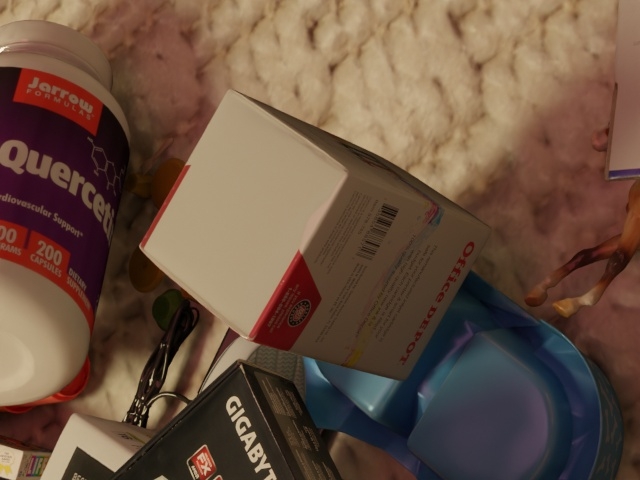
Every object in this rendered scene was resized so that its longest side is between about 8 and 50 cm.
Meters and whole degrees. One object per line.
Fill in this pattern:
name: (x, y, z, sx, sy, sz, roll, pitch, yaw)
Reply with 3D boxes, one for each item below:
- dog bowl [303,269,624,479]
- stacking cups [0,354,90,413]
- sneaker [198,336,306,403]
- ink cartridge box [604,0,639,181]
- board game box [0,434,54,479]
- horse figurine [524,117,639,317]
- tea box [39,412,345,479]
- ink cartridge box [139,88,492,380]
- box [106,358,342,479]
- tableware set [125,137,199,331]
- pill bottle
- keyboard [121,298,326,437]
dog bowl: (0.091, 0.100, 1.248, 0.297, 0.074, 0.166, 38, 101, 36)
stacking cups: (-0.344, 0.137, 1.615, 0.316, 0.096, 0.096, -7, 73, 36)
sneaker: (-0.091, 0.177, 1.272, 0.091, 0.094, 0.258, 28, 100, 46)
ink cartridge box: (0.340, -0.188, 1.135, 0.303, 0.072, 0.307, -3, 77, 34)
board game box: (-0.314, 0.174, 1.519, 0.154, 0.103, 0.026, 15, 85, 10)
horse figurine: (0.247, 0.008, 1.147, 0.174, 0.066, 0.263, -46, 39, -9)
tea box: (0.005, 0.292, 1.108, 0.329, 0.323, 0.220, 26, 93, 43)
ink cartridge box: (0.000, 0.000, 1.182, 0.127, 0.176, 0.128, 36, 100, 39)
box: (-0.047, 0.202, 0.930, 0.175, 0.051, 0.220, -43, 51, 19)
tableware set: (-0.130, -0.003, 1.516, 0.104, 0.024, 0.154, -42, 55, 27)
pill bottle: (-0.263, -0.032, 1.496, 0.181, 0.181, 0.323, -25, 42, 33)
keyboard: (-0.082, 0.145, 1.424, 0.201, 0.033, 0.317, 30, 96, 35)
